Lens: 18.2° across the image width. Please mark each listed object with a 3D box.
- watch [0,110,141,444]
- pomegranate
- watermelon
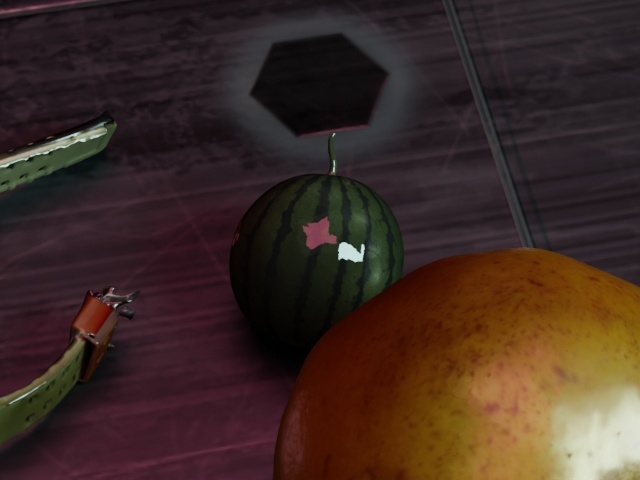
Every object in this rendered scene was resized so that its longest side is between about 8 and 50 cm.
[{"bbox_3d":[-0.198,0.031,1.217,0.268,0.102,0.165,-29,67,-30],"label":"watch"},{"bbox_3d":[0.097,0.134,1.055,0.264,0.264,0.264,1,55,-1],"label":"pomegranate"},{"bbox_3d":[0.000,0.000,1.214,0.105,0.105,0.133,12,92,7],"label":"watermelon"}]
